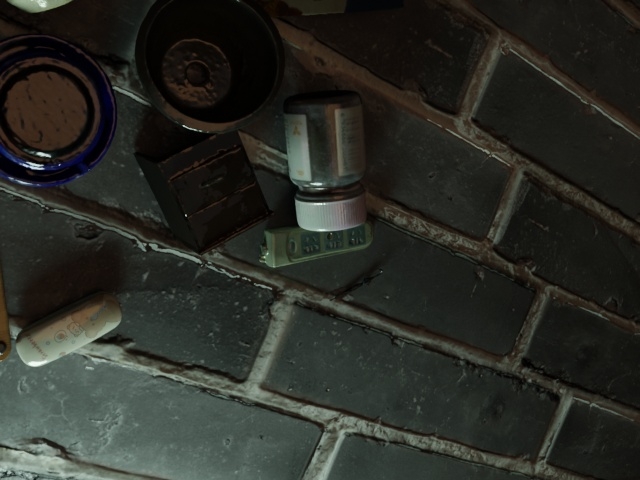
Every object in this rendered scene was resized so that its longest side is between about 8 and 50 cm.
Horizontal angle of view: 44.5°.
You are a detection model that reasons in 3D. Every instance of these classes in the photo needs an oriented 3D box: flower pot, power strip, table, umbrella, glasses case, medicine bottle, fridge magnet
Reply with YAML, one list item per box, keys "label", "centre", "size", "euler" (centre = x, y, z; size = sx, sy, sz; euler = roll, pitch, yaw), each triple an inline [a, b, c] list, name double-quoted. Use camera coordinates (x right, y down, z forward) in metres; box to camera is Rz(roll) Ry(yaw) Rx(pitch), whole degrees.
- label: "flower pot"
  centre: [-0.214, -0.323, 1.443]
  size: [0.269, 0.166, 0.269]
  euler: [-1, 92, -19]
- label: "power strip"
  centre: [-0.001, -0.001, 1.729]
  size: [0.286, 0.048, 0.080]
  euler: [-10, 107, -29]
- label: "table"
  centre: [-0.223, -0.108, 1.500]
  size: [0.169, 0.172, 0.193]
  euler: [-30, 115, -20]
- label: "umbrella"
  centre: [0.084, 0.108, 1.820]
  size: [0.149, 0.022, 0.022]
  euler: [-31, 139, -13]
- label: "glasses case"
  centre: [-0.478, 0.167, 1.492]
  size: [0.204, 0.051, 0.081]
  euler: [-29, 116, -21]
- label: "medicine bottle"
  centre: [0.013, -0.168, 1.627]
  size: [0.165, 0.165, 0.273]
  euler: [-13, 110, -27]
- label: "fridge magnet"
  centre: [-0.484, -0.224, 1.359]
  size: [0.265, 0.113, 0.265]
  euler: [-6, 103, -29]

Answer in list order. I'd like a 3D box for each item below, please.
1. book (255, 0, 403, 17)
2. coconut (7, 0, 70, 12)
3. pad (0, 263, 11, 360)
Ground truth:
- label: "book"
  centre: [0.002, -0.602, 1.547]
  size: [0.428, 0.039, 0.300]
  euler: [-17, 110, -37]
- label: "coconut"
  centre: [-0.469, -0.469, 1.286]
  size: [0.161, 0.161, 0.162]
  euler: [-28, 123, -21]
- label: "pad"
  centre: [-0.706, 0.106, 1.371]
  size: [0.286, 0.018, 0.284]
  euler: [-10, 106, -29]
